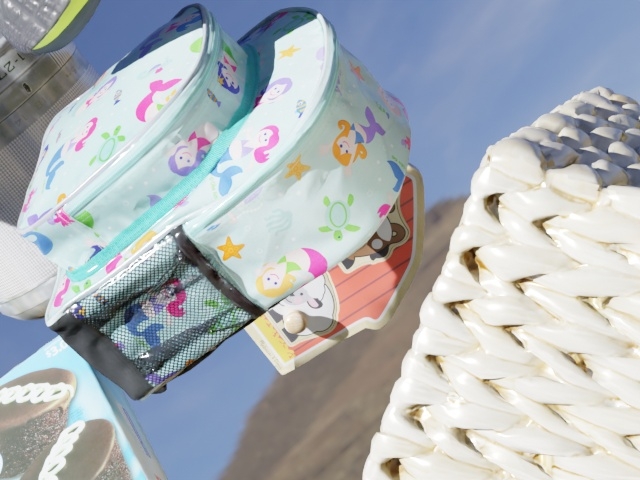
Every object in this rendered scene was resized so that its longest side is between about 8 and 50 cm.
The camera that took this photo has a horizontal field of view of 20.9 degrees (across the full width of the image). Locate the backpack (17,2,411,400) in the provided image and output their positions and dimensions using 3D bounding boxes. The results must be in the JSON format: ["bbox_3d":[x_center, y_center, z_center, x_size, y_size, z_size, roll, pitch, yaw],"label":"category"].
[{"bbox_3d":[-0.069,-0.044,1.170,0.253,0.191,0.225,-29,28,19],"label":"backpack"}]

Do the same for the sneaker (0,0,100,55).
[{"bbox_3d":[-0.109,-0.245,1.147,0.300,0.111,0.121,-57,-34,-4],"label":"sneaker"}]

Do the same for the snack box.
[{"bbox_3d":[-0.256,0.226,1.205,0.322,0.187,0.060,-36,-39,3],"label":"snack box"}]

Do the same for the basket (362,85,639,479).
[{"bbox_3d":[0.208,0.099,0.883,0.331,0.328,0.266,-29,-43,-69],"label":"basket"}]

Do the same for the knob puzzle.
[{"bbox_3d":[0.000,0.000,1.404,0.213,0.213,0.030,-45,17,13],"label":"knob puzzle"}]

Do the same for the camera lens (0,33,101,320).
[{"bbox_3d":[-0.286,-0.078,1.659,0.219,0.274,0.219,-35,16,12],"label":"camera lens"}]
